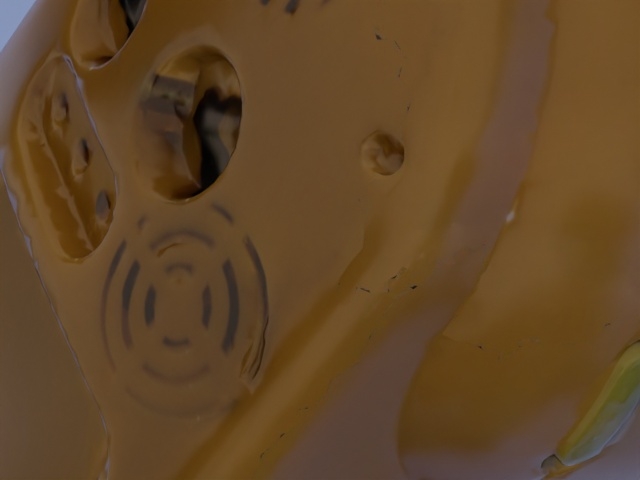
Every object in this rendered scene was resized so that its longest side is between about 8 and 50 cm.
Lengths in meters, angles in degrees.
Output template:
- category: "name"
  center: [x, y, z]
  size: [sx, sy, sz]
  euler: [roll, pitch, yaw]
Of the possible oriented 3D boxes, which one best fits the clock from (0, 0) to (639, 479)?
- category: "clock"
  center: [0.000, 0.000, 0.533]
  size: [0.317, 0.200, 0.244]
  euler: [-57, -134, 31]
